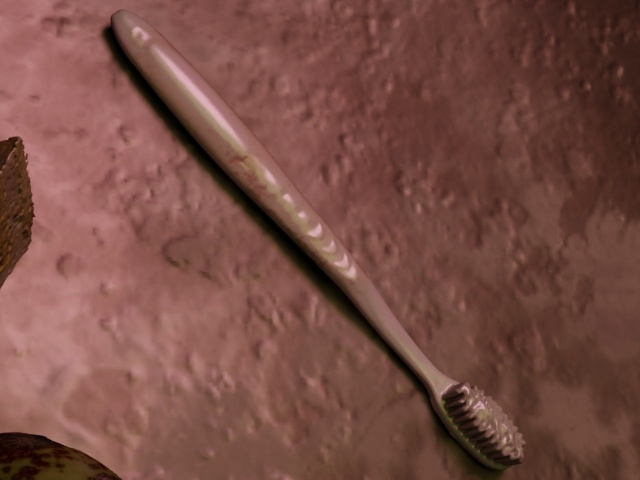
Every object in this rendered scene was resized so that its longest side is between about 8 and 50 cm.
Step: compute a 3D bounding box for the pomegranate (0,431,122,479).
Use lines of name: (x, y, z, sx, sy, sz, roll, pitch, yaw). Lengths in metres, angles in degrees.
pomegranate: (-0.110, 0.148, 0.611, 0.125, 0.163, 0.138, -39, 74, 6)

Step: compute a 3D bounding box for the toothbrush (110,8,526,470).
toothbrush: (0.000, 0.000, 0.758, 0.025, 0.029, 0.307, -43, 94, -24)

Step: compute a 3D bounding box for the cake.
cake: (-0.141, -0.009, 0.635, 0.065, 0.121, 0.052, 37, 64, -20)
